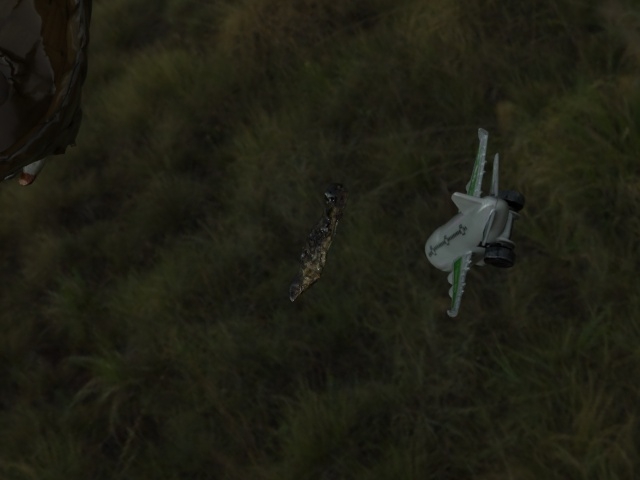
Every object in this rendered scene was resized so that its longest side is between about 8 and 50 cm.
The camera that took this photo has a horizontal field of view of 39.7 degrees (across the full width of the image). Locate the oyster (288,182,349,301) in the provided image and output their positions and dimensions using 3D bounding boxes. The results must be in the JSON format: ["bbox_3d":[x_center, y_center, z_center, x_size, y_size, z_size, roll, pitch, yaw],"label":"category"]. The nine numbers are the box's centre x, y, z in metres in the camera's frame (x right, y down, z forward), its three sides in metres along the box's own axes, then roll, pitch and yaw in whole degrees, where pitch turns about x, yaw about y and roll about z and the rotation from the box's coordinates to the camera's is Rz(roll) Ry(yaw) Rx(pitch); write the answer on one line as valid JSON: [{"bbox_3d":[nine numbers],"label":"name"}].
[{"bbox_3d":[-0.001,-0.001,0.959,0.029,0.086,0.132,21,62,-1],"label":"oyster"}]

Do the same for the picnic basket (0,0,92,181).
[{"bbox_3d":[-0.312,-0.208,0.668,0.292,0.338,0.337,-15,28,-21],"label":"picnic basket"}]

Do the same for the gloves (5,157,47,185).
[{"bbox_3d":[-0.614,-0.216,1.811,0.140,0.219,0.131,-17,-3,7],"label":"gloves"}]

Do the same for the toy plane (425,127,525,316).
[{"bbox_3d":[0.198,-0.005,1.151,0.101,0.255,0.251,13,70,1],"label":"toy plane"}]
